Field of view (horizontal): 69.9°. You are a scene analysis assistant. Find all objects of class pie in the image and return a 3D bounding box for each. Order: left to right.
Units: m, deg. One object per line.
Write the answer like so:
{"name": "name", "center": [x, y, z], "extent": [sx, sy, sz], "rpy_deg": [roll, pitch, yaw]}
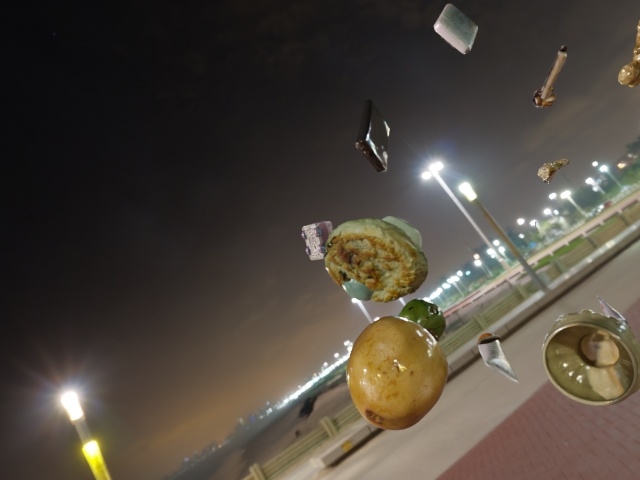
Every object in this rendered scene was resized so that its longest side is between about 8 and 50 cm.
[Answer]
{"name": "pie", "center": [0.144, 0.059, 1.221], "extent": [0.066, 0.303, 0.302], "rpy_deg": [-61, 4, -37]}

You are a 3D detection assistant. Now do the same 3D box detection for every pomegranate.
{"name": "pomegranate", "center": [0.196, 0.351, 1.214], "extent": [0.308, 0.307, 0.307], "rpy_deg": [-31, -15, -10]}
{"name": "pomegranate", "center": [0.512, 0.432, 2.368], "extent": [0.254, 0.254, 0.270], "rpy_deg": [-15, -27, -50]}

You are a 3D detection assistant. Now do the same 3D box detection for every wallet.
{"name": "wallet", "center": [0.170, -0.331, 1.463], "extent": [0.044, 0.250, 0.149], "rpy_deg": [-21, -49, 31]}

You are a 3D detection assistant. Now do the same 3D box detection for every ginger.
{"name": "ginger", "center": [0.731, -0.446, 1.006], "extent": [0.194, 0.176, 0.052], "rpy_deg": [-21, 10, -2]}

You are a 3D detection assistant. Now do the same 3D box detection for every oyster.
{"name": "oyster", "center": [0.984, -0.304, 1.953], "extent": [0.209, 0.072, 0.132], "rpy_deg": [-34, -14, -33]}

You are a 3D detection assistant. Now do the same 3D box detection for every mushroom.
{"name": "mushroom", "center": [0.656, -0.455, 1.292], "extent": [0.187, 0.062, 0.060], "rpy_deg": [90, -155, -56]}

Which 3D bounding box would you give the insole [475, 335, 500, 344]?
{"name": "insole", "center": [0.504, 0.300, 1.381], "extent": [0.063, 0.010, 0.192], "rpy_deg": [-9, -19, 6]}

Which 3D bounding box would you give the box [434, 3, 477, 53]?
{"name": "box", "center": [0.465, -0.724, 1.559], "extent": [0.044, 0.142, 0.285], "rpy_deg": [-49, 8, 43]}

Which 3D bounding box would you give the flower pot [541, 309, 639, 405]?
{"name": "flower pot", "center": [0.929, 0.379, 1.550], "extent": [0.244, 0.307, 0.307], "rpy_deg": [-10, -28, -47]}

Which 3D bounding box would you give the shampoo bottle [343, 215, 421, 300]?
{"name": "shampoo bottle", "center": [0.220, 0.079, 1.743], "extent": [0.349, 0.222, 0.151], "rpy_deg": [-48, -24, -18]}

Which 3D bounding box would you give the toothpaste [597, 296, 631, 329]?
{"name": "toothpaste", "center": [1.178, 0.302, 1.837], "extent": [0.057, 0.089, 0.234], "rpy_deg": [-51, 1, 27]}

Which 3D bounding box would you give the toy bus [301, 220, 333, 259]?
{"name": "toy bus", "center": [0.000, 0.000, 2.532], "extent": [0.142, 0.202, 0.142], "rpy_deg": [-17, 5, -42]}

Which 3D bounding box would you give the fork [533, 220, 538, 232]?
{"name": "fork", "center": [0.893, -0.060, 1.899], "extent": [0.115, 0.016, 0.012], "rpy_deg": [-61, -29, -58]}

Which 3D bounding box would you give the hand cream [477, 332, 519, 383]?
{"name": "hand cream", "center": [0.695, 0.461, 1.807], "extent": [0.089, 0.140, 0.314], "rpy_deg": [-60, -7, 11]}
